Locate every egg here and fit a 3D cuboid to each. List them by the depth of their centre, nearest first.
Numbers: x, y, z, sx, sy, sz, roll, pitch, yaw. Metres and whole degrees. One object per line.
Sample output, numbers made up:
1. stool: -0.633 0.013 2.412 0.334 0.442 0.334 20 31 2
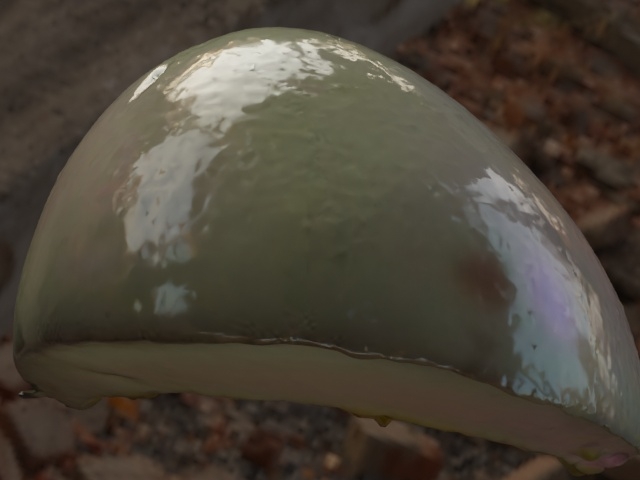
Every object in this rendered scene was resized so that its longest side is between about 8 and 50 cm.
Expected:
1. egg: 0.000 -0.005 0.799 0.271 0.162 0.206 3 -17 18
